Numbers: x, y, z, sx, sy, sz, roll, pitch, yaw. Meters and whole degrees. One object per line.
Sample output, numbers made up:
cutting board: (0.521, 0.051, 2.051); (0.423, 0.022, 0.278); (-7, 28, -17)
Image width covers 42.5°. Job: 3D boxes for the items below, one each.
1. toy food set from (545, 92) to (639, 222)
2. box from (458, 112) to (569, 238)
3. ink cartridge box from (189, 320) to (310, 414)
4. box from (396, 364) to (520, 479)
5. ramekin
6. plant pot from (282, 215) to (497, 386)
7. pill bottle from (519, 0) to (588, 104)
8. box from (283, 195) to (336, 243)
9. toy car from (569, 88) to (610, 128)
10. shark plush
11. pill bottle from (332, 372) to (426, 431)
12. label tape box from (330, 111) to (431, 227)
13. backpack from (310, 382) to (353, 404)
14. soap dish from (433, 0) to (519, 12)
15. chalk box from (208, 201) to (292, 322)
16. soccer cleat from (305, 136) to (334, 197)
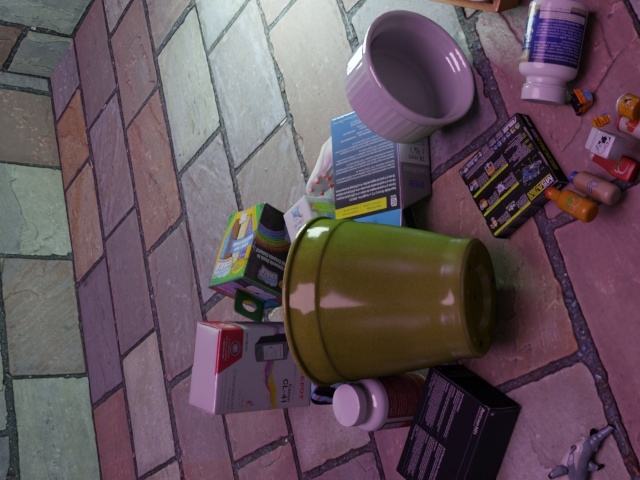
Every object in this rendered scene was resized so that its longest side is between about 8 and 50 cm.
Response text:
toy food set: (0.502, -0.155, 1.472); (0.104, 0.111, 0.232); (38, 119, 47)
box: (0.388, -0.131, 1.677); (0.190, 0.045, 0.184); (-49, 53, 37)
ink cartridge box: (-0.176, 0.329, 2.164); (0.131, 0.306, 0.226); (4, 91, 52)
box: (0.283, 0.418, 1.720); (0.184, 0.103, 0.261); (35, 114, 52)
ramekin: (0.184, -0.345, 1.784); (0.135, 0.277, 0.277); (-39, 57, 53)
plant pot: (0.164, 0.121, 1.692); (0.353, 0.366, 0.366); (-3, 84, 28)
pill bottle: (0.440, -0.358, 1.571); (0.112, 0.112, 0.186); (16, 99, 52)
box: (0.000, 0.000, 2.117); (0.103, 0.114, 0.203); (-40, 57, 42)
toy car: (0.506, -0.238, 1.528); (0.040, 0.060, 0.122); (-23, 49, 3)
shark plush: (0.491, 0.402, 1.515); (0.067, 0.073, 0.161); (38, 97, 26)
pill bottle: (0.138, 0.357, 1.820); (0.121, 0.216, 0.121); (-7, 81, 52)
label tape box: (0.141, -0.149, 1.951); (0.240, 0.106, 0.333); (-11, 78, 51)
backpack: (0.046, 0.324, 1.981); (0.158, 0.173, 0.117); (-57, 46, 34)
soap dish: (0.346, -0.629, 1.713); (0.229, 0.118, 0.291); (31, 112, 50)
chalk box: (-0.167, 0.076, 2.205); (0.179, 0.180, 0.289); (-16, 52, 52)
soccer cleat: (0.018, -0.200, 2.157); (0.196, 0.068, 0.076); (-58, 40, 22)
